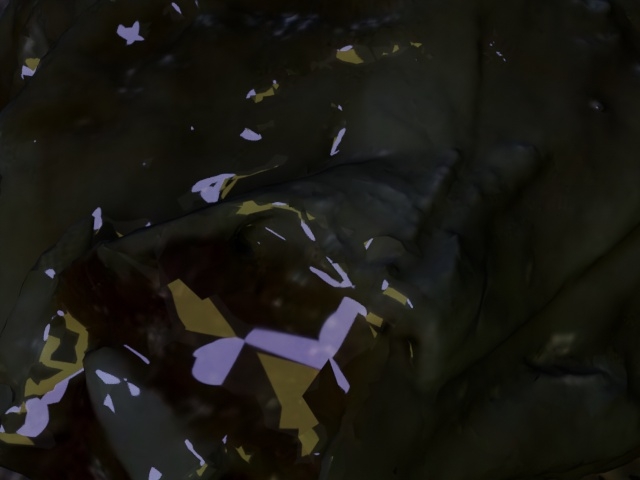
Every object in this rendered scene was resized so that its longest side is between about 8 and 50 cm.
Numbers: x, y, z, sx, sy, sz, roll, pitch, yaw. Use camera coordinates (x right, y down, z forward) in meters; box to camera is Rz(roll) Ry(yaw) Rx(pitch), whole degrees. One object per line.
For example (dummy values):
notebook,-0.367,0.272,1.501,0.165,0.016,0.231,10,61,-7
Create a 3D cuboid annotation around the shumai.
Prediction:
shumai,0.000,-0.001,0.473,0.256,0.218,0.189,16,123,8
